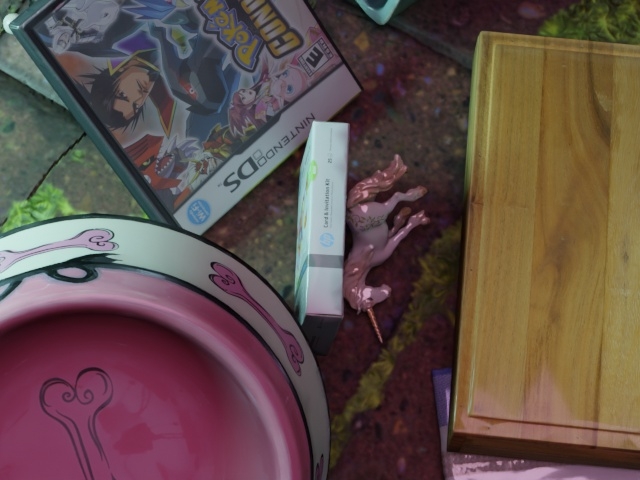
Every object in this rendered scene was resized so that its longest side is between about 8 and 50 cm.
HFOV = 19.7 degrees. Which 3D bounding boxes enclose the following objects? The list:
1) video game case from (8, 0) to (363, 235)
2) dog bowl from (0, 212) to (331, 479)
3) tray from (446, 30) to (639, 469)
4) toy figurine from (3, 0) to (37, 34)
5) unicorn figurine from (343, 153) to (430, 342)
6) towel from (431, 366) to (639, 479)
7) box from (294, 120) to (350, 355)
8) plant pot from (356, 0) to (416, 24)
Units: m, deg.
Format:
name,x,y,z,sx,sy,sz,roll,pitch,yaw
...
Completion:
name,x,y,z,sx,sy,sz,roll,pitch,yaw
video game case,-0.119,-0.171,1.737,0.248,0.035,0.275,-42,117,-15
dog bowl,-0.188,0.190,1.551,0.408,0.150,0.408,-1,101,-4
tray,0.237,0.004,1.754,0.203,0.076,0.411,5,67,0
toy figurine,-0.246,-0.295,1.784,0.209,0.148,0.213,-38,80,-15
unicorn figurine,0.056,-0.003,1.752,0.111,0.162,0.060,-38,37,-21
towel,0.222,0.247,1.720,0.209,0.034,0.285,-6,72,-5
box,0.000,0.000,1.717,0.038,0.145,0.186,5,73,-4
plant pot,0.115,-0.412,1.815,0.252,0.247,0.248,-31,77,-32
